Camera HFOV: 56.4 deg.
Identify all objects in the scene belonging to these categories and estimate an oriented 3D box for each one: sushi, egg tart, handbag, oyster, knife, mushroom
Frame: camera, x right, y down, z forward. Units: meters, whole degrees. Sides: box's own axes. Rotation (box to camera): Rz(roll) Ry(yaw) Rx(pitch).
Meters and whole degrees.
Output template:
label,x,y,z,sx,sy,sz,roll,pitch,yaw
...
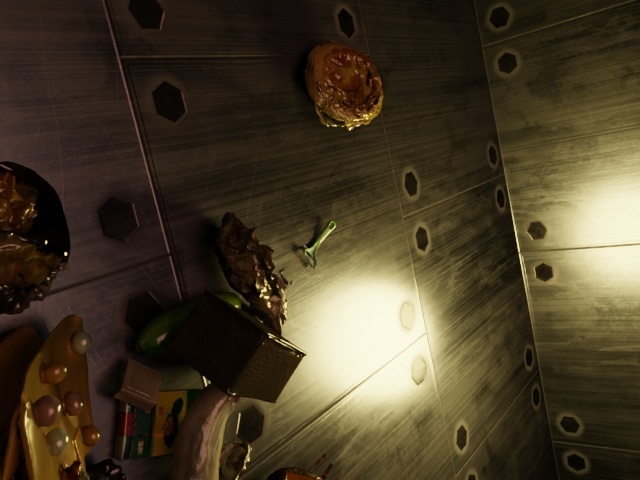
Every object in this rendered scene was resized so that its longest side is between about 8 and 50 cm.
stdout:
label,x,y,z,sx,sy,sz,roll,pitch,yaw
sushi,-0.527,-0.015,0.964,0.213,0.204,0.200,-43,155,-4
egg tart,0.054,-0.452,1.785,0.297,0.132,0.297,12,70,-35
handbag,-0.419,0.293,0.907,0.133,0.401,0.283,-8,100,-12
oyster,-0.155,0.080,1.446,0.133,0.198,0.337,-28,126,-3
knife,-0.002,0.000,1.721,0.166,0.022,0.078,-58,134,-35
mushroom,-0.250,0.464,1.243,0.122,0.095,0.351,16,78,-23
oyster,-0.207,0.519,1.344,0.056,0.105,0.177,56,22,-18

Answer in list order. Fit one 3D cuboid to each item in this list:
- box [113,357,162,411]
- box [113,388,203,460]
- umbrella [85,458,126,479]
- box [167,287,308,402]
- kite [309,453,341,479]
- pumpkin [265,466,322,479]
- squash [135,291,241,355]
label,x,y,z,sx,sy,sz,roll,pitch,yaw
box,-0.365,0.287,1.190,0.083,0.035,0.079,33,29,-25
box,-0.322,0.385,1.268,0.235,0.034,0.132,13,76,-49
umbrella,-0.458,0.475,1.025,0.272,0.122,0.110,-12,116,-59
box,-0.166,0.234,1.273,0.143,0.184,0.273,-57,155,-7
kite,-0.055,0.745,1.560,0.360,0.022,0.204,-50,123,-37
pumpkin,-0.091,0.617,1.460,0.183,0.107,0.119,-4,118,-49
squash,-0.280,0.172,1.313,0.292,0.082,0.082,-23,103,-50
